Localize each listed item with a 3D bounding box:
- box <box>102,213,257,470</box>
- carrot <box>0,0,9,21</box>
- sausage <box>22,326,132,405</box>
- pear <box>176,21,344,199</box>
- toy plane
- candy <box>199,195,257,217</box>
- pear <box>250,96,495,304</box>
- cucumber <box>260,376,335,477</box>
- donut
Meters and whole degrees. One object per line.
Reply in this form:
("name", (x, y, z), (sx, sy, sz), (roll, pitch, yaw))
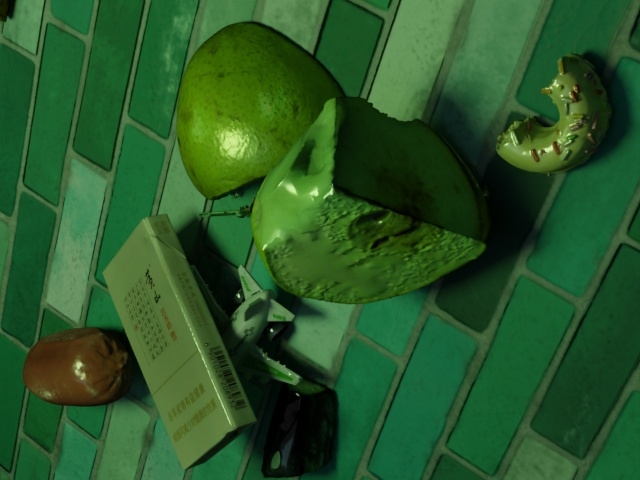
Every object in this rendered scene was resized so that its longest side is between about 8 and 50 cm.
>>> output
("box", (-0.232, 0.162, 1.757), (0.204, 0.051, 0.365), (-44, 66, 49))
("carrot", (-0.527, -0.467, 1.810), (0.069, 0.069, 0.228), (32, 124, 21))
("sausage", (-0.435, 0.228, 1.972), (0.254, 0.148, 0.148), (-5, 105, 37))
("pear", (-0.121, -0.196, 1.601), (0.288, 0.139, 0.239), (-20, 88, 37))
("toy plane", (-0.129, 0.154, 1.757), (0.251, 0.101, 0.255), (45, 131, 12))
("candy", (-0.127, -0.043, 1.721), (0.185, 0.049, 0.055), (-2, 100, 44))
("pear", (0.041, -0.037, 1.492), (0.282, 0.286, 0.176), (-44, 38, 43))
("cucumber", (-0.042, 0.313, 1.778), (0.115, 0.086, 0.193), (23, 113, 28))
("donut", (0.293, -0.139, 1.369), (0.108, 0.065, 0.166), (46, 127, 10))
